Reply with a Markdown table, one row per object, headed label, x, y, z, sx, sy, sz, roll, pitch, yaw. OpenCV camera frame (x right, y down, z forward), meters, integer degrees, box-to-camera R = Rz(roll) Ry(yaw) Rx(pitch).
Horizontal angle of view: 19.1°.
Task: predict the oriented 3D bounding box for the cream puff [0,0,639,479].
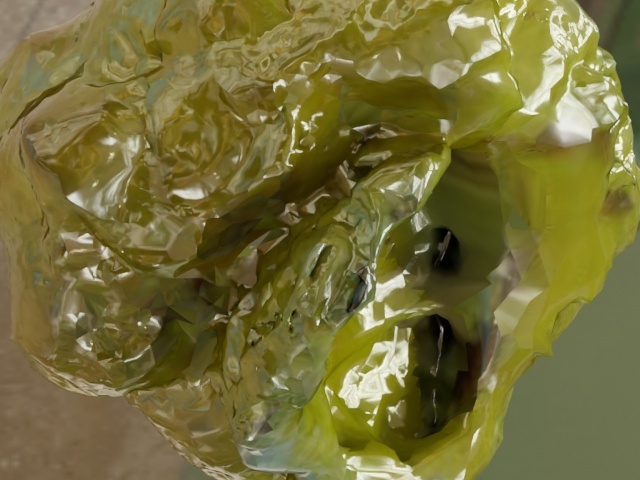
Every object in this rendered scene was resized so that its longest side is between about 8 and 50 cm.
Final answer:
| label | x | y | z | sx | sy | sz | roll | pitch | yaw |
| --- | --- | --- | --- | --- | --- | --- | --- | --- | --- |
| cream puff | 0.001 | -0.001 | 0.725 | 0.282 | 0.282 | 0.185 | 46 | 24 | -32 |
